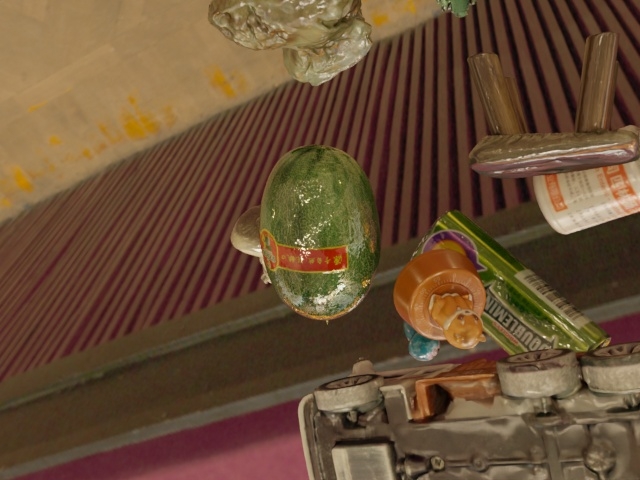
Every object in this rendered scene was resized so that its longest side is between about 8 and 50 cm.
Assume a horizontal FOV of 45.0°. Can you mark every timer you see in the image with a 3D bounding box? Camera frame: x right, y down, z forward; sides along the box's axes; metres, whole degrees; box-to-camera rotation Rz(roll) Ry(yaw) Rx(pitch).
[{"bbox_3d":[0.185,0.100,1.078,0.132,0.152,0.132,-4,114,-10],"label":"timer"}]

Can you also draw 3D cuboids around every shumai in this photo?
[{"bbox_3d":[-0.009,-0.424,1.462,0.330,0.292,0.288,2,137,48],"label":"shumai"}]

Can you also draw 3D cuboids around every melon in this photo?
[{"bbox_3d":[0.000,0.000,1.152,0.182,0.182,0.287,-3,111,11],"label":"melon"}]

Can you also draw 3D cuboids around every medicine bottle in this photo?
[{"bbox_3d":[0.730,-0.162,1.884,0.371,0.211,0.211,-21,117,38],"label":"medicine bottle"}]

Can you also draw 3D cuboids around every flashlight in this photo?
[{"bbox_3d":[0.156,0.147,1.240,0.051,0.129,0.051,-3,114,-6],"label":"flashlight"}]

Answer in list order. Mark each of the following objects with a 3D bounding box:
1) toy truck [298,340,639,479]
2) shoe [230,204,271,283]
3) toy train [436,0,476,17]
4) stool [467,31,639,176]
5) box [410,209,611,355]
[{"bbox_3d":[0.186,0.185,0.732,0.387,0.207,0.173,-11,89,30],"label":"toy truck"},{"bbox_3d":[-0.089,0.029,1.793,0.132,0.342,0.210,49,122,26],"label":"shoe"},{"bbox_3d":[0.270,-0.564,1.582,0.083,0.132,0.200,-7,130,13],"label":"toy train"},{"bbox_3d":[0.450,-0.249,1.511,0.310,0.310,0.226,-6,87,22],"label":"stool"},{"bbox_3d":[0.315,0.101,1.319,0.345,0.097,0.134,45,117,26],"label":"box"}]
